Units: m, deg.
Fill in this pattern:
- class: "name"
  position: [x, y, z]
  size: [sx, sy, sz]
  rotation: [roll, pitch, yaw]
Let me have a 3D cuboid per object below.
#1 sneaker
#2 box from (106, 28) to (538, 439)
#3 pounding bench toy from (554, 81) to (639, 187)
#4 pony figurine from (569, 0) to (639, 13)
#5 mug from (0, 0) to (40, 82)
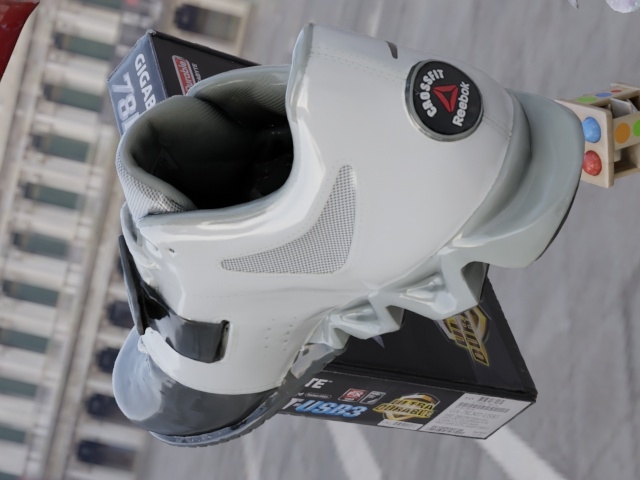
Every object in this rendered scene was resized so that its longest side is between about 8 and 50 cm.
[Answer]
- class: "sneaker"
  position: [-0.040, -0.006, 0.702]
  size: [0.330, 0.146, 0.122]
  rotation: [-37, 33, 48]
- class: "box"
  position: [0.000, 0.000, 1.165]
  size: [0.073, 0.293, 0.295]
  rotation: [-43, 49, 32]
- class: "pounding bench toy"
  position: [0.183, -0.074, 1.028]
  size: [0.083, 0.065, 0.052]
  rotation: [24, 126, 54]
- class: "pony figurine"
  position: [0.216, -0.114, 0.348]
  size: [0.351, 0.303, 0.363]
  rotation: [-45, -9, 23]
- class: "mug"
  position: [-0.185, -0.024, 0.499]
  size: [0.150, 0.113, 0.169]
  rotation: [2, -66, -54]
